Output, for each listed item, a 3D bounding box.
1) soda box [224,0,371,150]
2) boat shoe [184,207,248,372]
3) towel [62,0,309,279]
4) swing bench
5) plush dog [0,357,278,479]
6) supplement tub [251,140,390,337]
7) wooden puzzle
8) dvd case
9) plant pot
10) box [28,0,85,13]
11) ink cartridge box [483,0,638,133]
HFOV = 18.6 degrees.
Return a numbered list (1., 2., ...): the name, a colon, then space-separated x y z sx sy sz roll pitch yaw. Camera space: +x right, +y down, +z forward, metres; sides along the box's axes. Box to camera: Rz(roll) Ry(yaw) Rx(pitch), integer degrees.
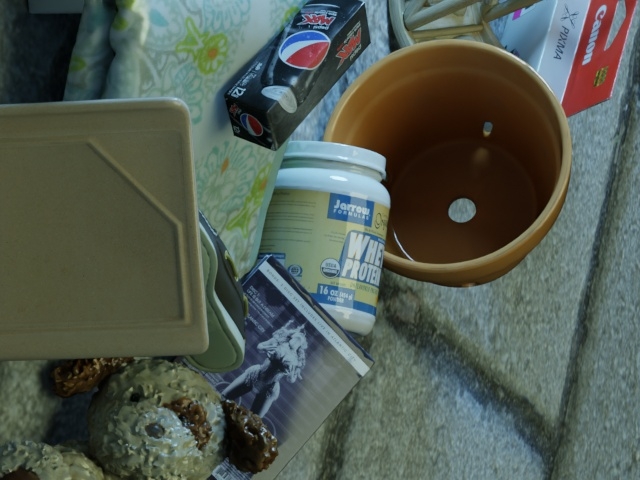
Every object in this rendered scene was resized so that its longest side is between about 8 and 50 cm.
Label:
1. soda box: -0.020 -0.166 1.876 0.169 0.053 0.060 -51 150 -29
2. boat shoe: -0.122 0.027 1.825 0.069 0.081 0.228 -82 162 -44
3. towel: -0.134 -0.092 1.876 0.320 0.090 0.375 -21 129 -59
4. swing bench: 0.229 -0.341 2.481 0.165 0.254 0.253 55 28 10
5. plush dog: -0.169 0.221 1.851 0.210 0.262 0.225 110 4 -74
6. supplement tub: 0.000 0.000 2.162 0.144 0.144 0.200 20 75 -59
7. wooden puzzle: -0.213 -0.009 1.725 0.044 0.221 0.239 -67 154 -72
8. dvd case: -0.068 0.148 2.033 0.164 0.018 0.221 46 68 -10
9. plant pot: 0.161 -0.068 2.335 0.203 0.290 0.291 61 40 -67
10. box: -0.195 -0.286 1.844 0.170 0.091 0.130 -22 112 -58
11. ink cartridge box: 0.326 -0.276 2.629 0.060 0.239 0.275 28 63 -20
